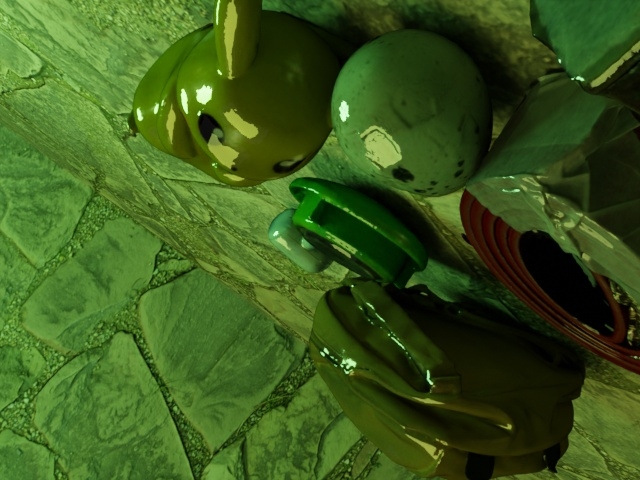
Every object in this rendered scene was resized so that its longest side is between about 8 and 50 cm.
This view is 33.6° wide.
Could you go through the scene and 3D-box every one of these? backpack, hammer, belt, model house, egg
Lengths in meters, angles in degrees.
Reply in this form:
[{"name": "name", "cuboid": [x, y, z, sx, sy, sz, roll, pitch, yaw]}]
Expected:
[{"name": "backpack", "cuboid": [0.161, 0.185, 1.439, 0.353, 0.201, 0.378, 9, -160, -37]}, {"name": "hammer", "cuboid": [0.000, 0.000, 1.628, 0.116, 0.069, 0.194, 40, 162, -20]}, {"name": "belt", "cuboid": [0.231, -0.004, 0.861, 0.227, 0.115, 0.324, 23, 163, 39]}, {"name": "model house", "cuboid": [0.207, -0.113, 0.594, 0.152, 0.106, 0.165, 28, -152, -24]}, {"name": "egg", "cuboid": [0.079, -0.095, 0.869, 0.131, 0.131, 0.164, 23, 159, 44]}]

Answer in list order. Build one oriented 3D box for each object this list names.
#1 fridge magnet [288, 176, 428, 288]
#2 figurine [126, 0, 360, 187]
[{"name": "fridge magnet", "cuboid": [0.045, -0.013, 1.380, 0.208, 0.088, 0.208, 32, 173, 4]}, {"name": "figurine", "cuboid": [-0.057, -0.136, 1.015, 0.218, 0.169, 0.327, 23, 176, -23]}]
